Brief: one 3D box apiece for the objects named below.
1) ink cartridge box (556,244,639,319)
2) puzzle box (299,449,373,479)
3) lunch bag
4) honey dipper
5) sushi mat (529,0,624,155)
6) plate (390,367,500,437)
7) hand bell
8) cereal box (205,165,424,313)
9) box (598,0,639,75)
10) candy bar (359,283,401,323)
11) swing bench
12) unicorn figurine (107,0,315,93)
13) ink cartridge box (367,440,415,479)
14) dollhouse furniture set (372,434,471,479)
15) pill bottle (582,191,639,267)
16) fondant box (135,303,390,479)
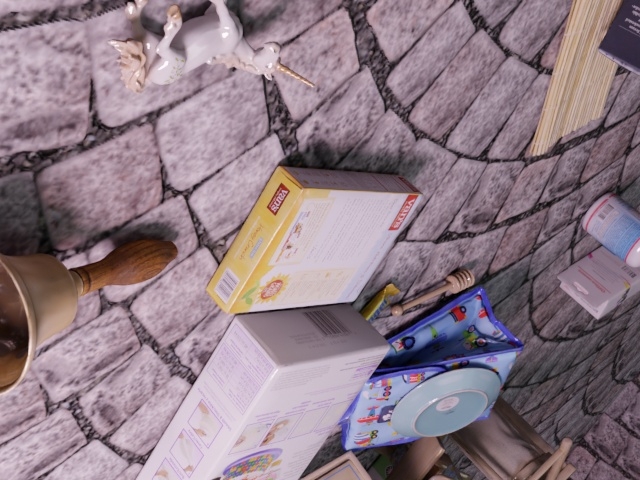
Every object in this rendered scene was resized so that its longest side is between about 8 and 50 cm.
[{"bbox_3d":[0.553,0.083,1.863,0.181,0.104,0.061,-26,146,-30],"label":"ink cartridge box"},{"bbox_3d":[-0.050,0.524,1.412,0.409,0.272,0.052,-28,142,-17],"label":"puzzle box"},{"bbox_3d":[0.148,0.227,1.520,0.293,0.138,0.221,-17,144,-22],"label":"lunch bag"},{"bbox_3d":[0.169,0.083,1.429,0.160,0.030,0.030,-23,145,-32],"label":"honey dipper"},{"bbox_3d":[0.365,-0.251,1.263,0.151,0.019,0.316,-33,150,-24],"label":"sushi mat"},{"bbox_3d":[0.202,0.266,1.486,0.188,0.024,0.188,-13,141,-11],"label":"plate"},{"bbox_3d":[-0.204,0.036,0.812,0.242,0.126,0.126,-21,145,-58],"label":"hand bell"},{"bbox_3d":[0.000,0.000,1.071,0.240,0.047,0.173,-1,129,-54],"label":"cereal box"},{"bbox_3d":[0.470,-0.308,1.201,0.153,0.108,0.207,-16,136,-54],"label":"box"},{"bbox_3d":[0.054,0.124,1.338,0.161,0.018,0.040,-49,152,5],"label":"candy bar"},{"bbox_3d":[0.347,0.382,1.824,0.165,0.253,0.255,-42,151,-7],"label":"swing bench"},{"bbox_3d":[-0.089,-0.160,0.742,0.162,0.060,0.111,-18,145,-15],"label":"unicorn figurine"},{"bbox_3d":[0.126,0.591,1.849,0.353,0.207,0.119,-52,150,14],"label":"ink cartridge box"},{"bbox_3d":[0.117,0.421,1.641,0.161,0.212,0.242,28,107,-22],"label":"dollhouse furniture set"},{"bbox_3d":[0.557,-0.009,1.688,0.087,0.160,0.087,-32,149,-22],"label":"pill bottle"},{"bbox_3d":[-0.083,0.240,1.228,0.238,0.096,0.330,0,128,-53],"label":"fondant box"}]
